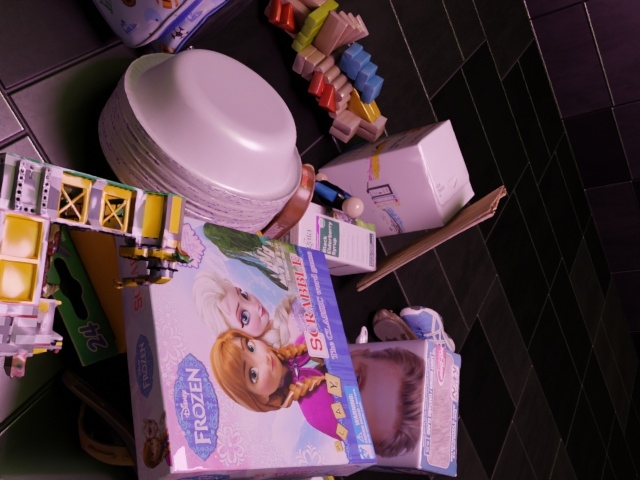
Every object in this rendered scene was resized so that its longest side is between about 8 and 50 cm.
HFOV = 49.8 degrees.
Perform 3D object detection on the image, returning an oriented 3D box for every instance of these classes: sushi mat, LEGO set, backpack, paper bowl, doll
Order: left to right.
[{"bbox_3d":[-0.303,0.039,0.680,0.255,0.332,0.192,20,73,-64],"label":"LEGO set"},{"bbox_3d":[-0.222,-0.414,0.954,0.263,0.277,0.213,58,39,-7],"label":"backpack"},{"bbox_3d":[-0.149,-0.153,0.966,0.284,0.148,0.284,28,35,-22],"label":"paper bowl"},{"bbox_3d":[0.019,-0.084,1.243,0.129,0.189,0.046,29,97,-35],"label":"doll"},{"bbox_3d":[0.208,-0.002,1.304,0.019,0.317,0.151,55,33,-2],"label":"sushi mat"}]

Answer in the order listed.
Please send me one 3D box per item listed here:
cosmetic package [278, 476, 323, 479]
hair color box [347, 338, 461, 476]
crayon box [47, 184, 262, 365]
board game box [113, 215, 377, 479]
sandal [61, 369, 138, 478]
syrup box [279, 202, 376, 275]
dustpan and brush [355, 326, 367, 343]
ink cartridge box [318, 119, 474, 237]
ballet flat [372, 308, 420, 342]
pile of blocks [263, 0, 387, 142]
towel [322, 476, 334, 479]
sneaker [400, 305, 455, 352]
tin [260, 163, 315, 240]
[{"bbox_3d":[-0.115,0.422,0.898,0.224,0.225,0.138,-46,120,-47],"label":"cosmetic package"},{"bbox_3d":[0.028,0.249,1.026,0.105,0.347,0.173,31,58,-46],"label":"hair color box"},{"bbox_3d":[-0.208,0.024,0.944,0.323,0.083,0.203,-15,76,-53],"label":"crayon box"},{"bbox_3d":[-0.089,0.135,0.864,0.318,0.066,0.318,14,51,-44],"label":"board game box"},{"bbox_3d":[-0.267,0.258,0.875,0.060,0.090,0.219,-38,121,-27],"label":"sandal"},{"bbox_3d":[0.000,0.000,1.262,0.237,0.096,0.093,17,69,-51],"label":"syrup box"},{"bbox_3d":[0.060,0.269,1.305,0.147,0.060,0.211,22,65,-49],"label":"dustpan and brush"},{"bbox_3d":[0.154,-0.117,1.379,0.171,0.233,0.168,-40,114,-50],"label":"ink cartridge box"},{"bbox_3d":[0.188,0.230,1.484,0.250,0.084,0.058,49,22,-30],"label":"ballet flat"},{"bbox_3d":[0.019,-0.332,1.301,0.362,0.149,0.112,55,48,-19],"label":"pile of blocks"},{"bbox_3d":[-0.039,0.479,1.157,0.237,0.021,0.102,-51,121,-45],"label":"towel"},{"bbox_3d":[0.242,0.222,1.544,0.211,0.080,0.081,49,43,-33],"label":"sneaker"},{"bbox_3d":[-0.071,-0.053,1.107,0.040,0.190,0.106,17,54,-28],"label":"tin"}]
